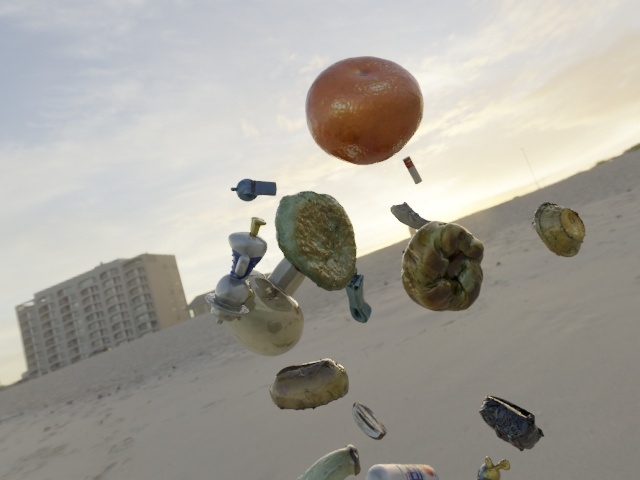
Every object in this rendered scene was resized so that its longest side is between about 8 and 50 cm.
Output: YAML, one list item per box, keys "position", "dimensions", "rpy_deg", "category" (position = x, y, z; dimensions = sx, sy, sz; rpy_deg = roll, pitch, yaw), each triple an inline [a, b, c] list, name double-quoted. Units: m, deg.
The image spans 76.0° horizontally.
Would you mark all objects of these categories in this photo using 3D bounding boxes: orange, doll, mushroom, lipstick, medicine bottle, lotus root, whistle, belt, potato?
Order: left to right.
- position: [-0.204, 0.081, 1.039]
  dimensions: [0.119, 0.293, 0.138]
  rpy_deg: [22, 4, -12]
  category: "doll"
- position: [-0.239, -0.177, 1.449]
  dimensions: [0.158, 0.090, 0.090]
  rpy_deg: [2, -16, -20]
  category: "whistle"
- position: [-0.151, 0.188, 1.311]
  dimensions: [0.336, 0.314, 0.314]
  rpy_deg: [-50, 4, -23]
  category: "mushroom"
- position: [-0.030, 0.348, 1.026]
  dimensions: [0.201, 0.080, 0.164]
  rpy_deg: [-10, 9, -13]
  category: "potato"
- position: [-0.017, 0.774, 1.306]
  dimensions: [0.333, 0.087, 0.107]
  rpy_deg: [-33, 13, -8]
  category: "mushroom"
- position: [0.156, 0.231, 1.700]
  dimensions: [0.087, 0.302, 0.072]
  rpy_deg: [18, 52, 33]
  category: "belt"
- position: [0.156, -0.460, 1.481]
  dimensions: [0.425, 0.423, 0.326]
  rpy_deg: [-16, -40, -11]
  category: "orange"
- position: [0.095, 0.364, 0.821]
  dimensions: [0.037, 0.083, 0.030]
  rpy_deg: [16, -70, -49]
  category: "lotus root"
- position: [0.314, 0.948, 1.604]
  dimensions: [0.341, 0.130, 0.130]
  rpy_deg: [22, -32, -33]
  category: "medicine bottle"
- position: [0.413, -0.316, 1.840]
  dimensions: [0.038, 0.130, 0.038]
  rpy_deg: [-30, 11, 6]
  category: "lipstick"
- position: [0.456, -0.097, 1.930]
  dimensions: [0.096, 0.278, 0.099]
  rpy_deg: [-57, -9, -36]
  category: "mushroom"
- position: [0.438, 0.652, 1.067]
  dimensions: [0.102, 0.179, 0.089]
  rpy_deg: [8, 16, -2]
  category: "doll"

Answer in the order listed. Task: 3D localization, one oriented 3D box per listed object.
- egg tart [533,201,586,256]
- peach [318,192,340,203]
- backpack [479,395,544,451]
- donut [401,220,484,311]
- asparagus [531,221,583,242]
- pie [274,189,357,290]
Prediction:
- position: [0.836, -0.044, 1.413]
  dimensions: [0.213, 0.212, 0.090]
  rpy_deg: [-12, -14, -31]
  category: "egg tart"
- position: [-0.029, -0.073, 1.800]
  dimensions: [0.292, 0.247, 0.292]
  rpy_deg: [-42, 13, 11]
  category: "peach"
- position: [0.549, 0.535, 1.204]
  dimensions: [0.105, 0.120, 0.165]
  rpy_deg: [-49, 31, -19]
  category: "backpack"
- position: [0.469, 0.105, 1.543]
  dimensions: [0.361, 0.359, 0.170]
  rpy_deg: [-13, 18, -27]
  category: "donut"
- position: [1.052, -0.032, 1.837]
  dimensions: [0.027, 0.236, 0.034]
  rpy_deg: [13, -74, -45]
  category: "asparagus"
- position: [0.000, 0.000, 1.170]
  dimensions: [0.071, 0.322, 0.323]
  rpy_deg: [-24, -11, 39]
  category: "pie"
